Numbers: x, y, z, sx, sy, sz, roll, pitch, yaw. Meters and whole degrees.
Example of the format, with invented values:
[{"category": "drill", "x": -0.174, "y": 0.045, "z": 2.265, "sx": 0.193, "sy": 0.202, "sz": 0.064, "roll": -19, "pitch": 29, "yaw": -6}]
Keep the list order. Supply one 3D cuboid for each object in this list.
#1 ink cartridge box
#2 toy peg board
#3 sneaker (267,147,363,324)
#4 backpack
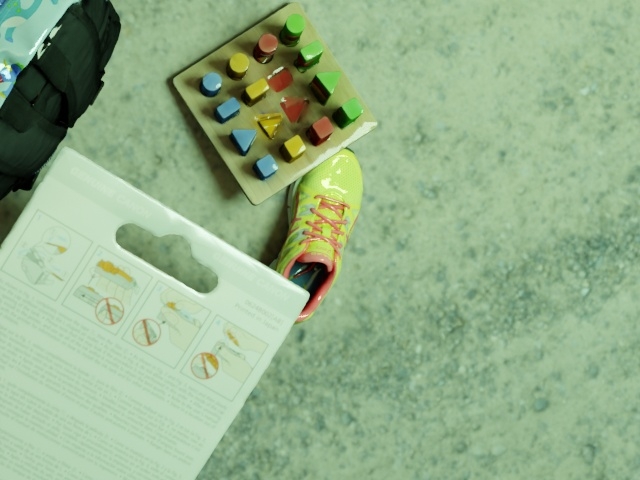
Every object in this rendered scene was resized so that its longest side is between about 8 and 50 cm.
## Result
[{"category": "ink cartridge box", "x": -0.242, "y": 0.133, "z": 1.850, "sx": 0.308, "sy": 0.091, "sz": 0.385, "roll": 31, "pitch": 94, "yaw": -17}, {"category": "toy peg board", "x": -0.044, "y": -0.149, "z": 1.870, "sx": 0.160, "sy": 0.079, "sz": 0.161, "roll": -33, "pitch": 89, "yaw": -9}, {"category": "sneaker", "x": 0.000, "y": 0.000, "z": 1.916, "sx": 0.081, "sy": 0.094, "sz": 0.209, "roll": 18, "pitch": 91, "yaw": -16}, {"category": "backpack", "x": -0.320, "y": -0.169, "z": 1.666, "sx": 0.273, "sy": 0.355, "sz": 0.290, "roll": 40, "pitch": 87, "yaw": -16}]
